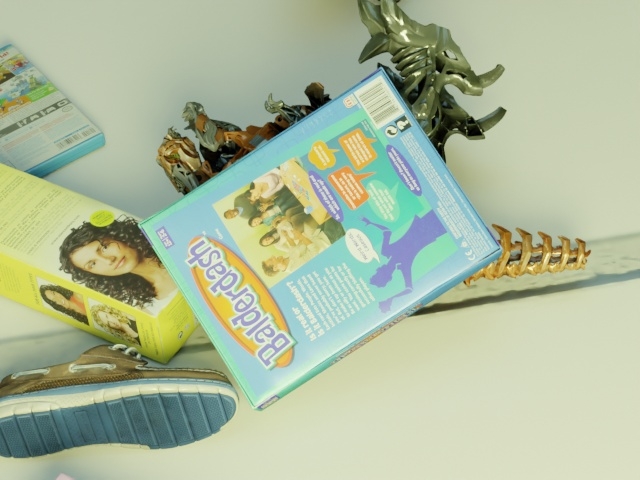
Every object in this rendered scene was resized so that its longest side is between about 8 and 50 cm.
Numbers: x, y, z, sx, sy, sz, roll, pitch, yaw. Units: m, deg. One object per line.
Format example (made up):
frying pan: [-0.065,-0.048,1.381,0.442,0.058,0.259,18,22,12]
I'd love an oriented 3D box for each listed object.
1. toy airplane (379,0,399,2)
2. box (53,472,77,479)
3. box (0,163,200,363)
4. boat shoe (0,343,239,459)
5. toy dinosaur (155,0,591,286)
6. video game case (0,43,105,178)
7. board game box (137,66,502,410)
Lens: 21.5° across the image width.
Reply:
toy airplane: [0.094,-0.435,1.581,0.386,0.272,0.384,-10,47,-13]
box: [-0.162,0.294,1.015,0.200,0.057,0.293,20,50,25]
box: [-0.195,0.012,1.307,0.232,0.058,0.087,19,49,24]
boat shoe: [-0.149,0.106,1.200,0.183,0.066,0.066,-4,43,1]
toy dinosaur: [0.043,-0.045,1.305,0.322,0.164,0.218,27,72,-8]
video game case: [-0.279,-0.104,1.465,0.119,0.015,0.166,-30,49,-22]
board game box: [0.000,0.000,1.211,0.210,0.047,0.160,-32,81,0]
